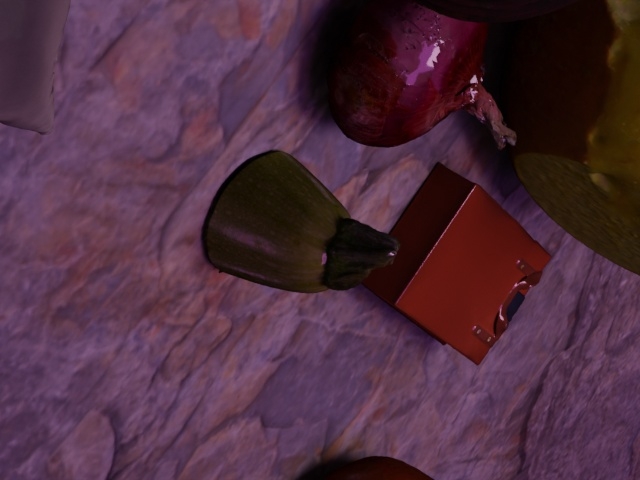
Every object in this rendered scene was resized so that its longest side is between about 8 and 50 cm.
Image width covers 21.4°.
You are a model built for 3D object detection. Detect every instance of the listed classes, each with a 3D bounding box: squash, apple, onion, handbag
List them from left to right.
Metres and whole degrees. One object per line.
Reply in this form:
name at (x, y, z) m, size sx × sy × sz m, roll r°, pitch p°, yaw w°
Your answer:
squash at (-0.003, 0.006, 1.238) m, size 0.105 × 0.132 × 0.105 m, roll -34°, pitch 140°, yaw -35°
onion at (0.088, -0.115, 1.248) m, size 0.150 × 0.140 × 0.150 m, roll -41°, pitch 162°, yaw -17°
handbag at (0.124, 0.025, 1.501) m, size 0.127 × 0.063 × 0.190 m, roll -57°, pitch 144°, yaw -2°
apple at (0.346, -0.118, 1.409) m, size 0.384 × 0.374 × 0.374 m, roll 0°, pitch 118°, yaw -54°

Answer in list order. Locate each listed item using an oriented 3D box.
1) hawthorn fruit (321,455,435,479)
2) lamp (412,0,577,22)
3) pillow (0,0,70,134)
hawthorn fruit at (0.052, 0.270, 1.524) m, size 0.169 × 0.169 × 0.188 m, roll -54°, pitch 145°, yaw -5°
lamp at (0.114, -0.258, 1.089) m, size 0.247 × 0.247 × 0.247 m, roll -34°, pitch 142°, yaw -32°
pillow at (-0.183, -0.172, 0.891) m, size 0.144 × 0.078 × 0.254 m, roll -5°, pitch 122°, yaw -41°
